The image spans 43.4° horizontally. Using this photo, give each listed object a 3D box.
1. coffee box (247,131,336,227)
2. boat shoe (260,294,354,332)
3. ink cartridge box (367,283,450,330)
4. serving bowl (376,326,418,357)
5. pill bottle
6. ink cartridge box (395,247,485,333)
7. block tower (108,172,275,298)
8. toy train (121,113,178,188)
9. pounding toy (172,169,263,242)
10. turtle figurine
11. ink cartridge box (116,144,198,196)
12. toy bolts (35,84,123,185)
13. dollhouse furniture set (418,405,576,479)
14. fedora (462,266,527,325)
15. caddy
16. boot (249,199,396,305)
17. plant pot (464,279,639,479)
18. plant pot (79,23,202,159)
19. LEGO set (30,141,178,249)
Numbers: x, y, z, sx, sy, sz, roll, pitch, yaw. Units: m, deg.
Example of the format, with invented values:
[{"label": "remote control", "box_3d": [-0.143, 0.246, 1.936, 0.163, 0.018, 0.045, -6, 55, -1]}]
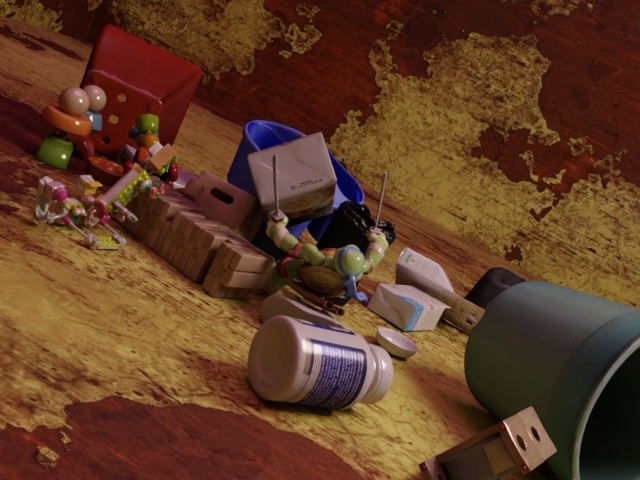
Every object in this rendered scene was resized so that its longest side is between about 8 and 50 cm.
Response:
[{"label": "coffee box", "box_3d": [-0.051, -0.102, 1.502, 0.141, 0.098, 0.246, -17, -10, -5]}, {"label": "boat shoe", "box_3d": [0.004, 0.147, 1.280, 0.219, 0.078, 0.070, 32, 14, 32]}, {"label": "ink cartridge box", "box_3d": [0.194, 0.144, 1.735, 0.104, 0.062, 0.181, 32, 13, 31]}, {"label": "serving bowl", "box_3d": [0.137, 0.193, 1.485, 0.083, 0.027, 0.083, 25, 11, -5]}, {"label": "pill bottle", "box_3d": [0.005, 0.171, 1.093, 0.186, 0.112, 0.112, 17, 14, -38]}, {"label": "ink cartridge box", "box_3d": [0.278, 0.119, 1.849, 0.224, 0.056, 0.181, 27, -21, 14]}, {"label": "block tower", "box_3d": [-0.238, -0.011, 1.418, 0.335, 0.091, 0.097, 33, 13, 33]}, {"label": "toy train", "box_3d": [-0.337, -0.185, 1.585, 0.105, 0.144, 0.248, -2, -13, -17]}, {"label": "pounding toy", "box_3d": [-0.217, -0.088, 1.591, 0.181, 0.094, 0.206, 28, -16, 11]}, {"label": "turtle figurine", "box_3d": [0.004, 0.002, 1.401, 0.197, 0.266, 0.275, -18, 80, -30]}, {"label": "ink cartridge box", "box_3d": [-0.333, -0.127, 1.838, 0.232, 0.066, 0.189, 28, 8, -37]}, {"label": "toy bolts", "box_3d": [-0.481, -0.236, 1.708, 0.218, 0.159, 0.228, 21, 13, -22]}, {"label": "dollhouse furniture set", "box_3d": [0.237, 0.323, 0.990, 0.129, 0.129, 0.184, 5, 54, -59]}, {"label": "fedora", "box_3d": [0.473, 0.166, 2.017, 0.333, 0.153, 0.334, 25, 12, -6]}, {"label": "caddy", "box_3d": [-0.052, -0.142, 1.784, 0.241, 0.179, 0.341, 3, 37, -41]}, {"label": "boot", "box_3d": [0.000, 0.000, 1.564, 0.246, 0.207, 0.094, 25, 31, -11]}, {"label": "plant pot", "box_3d": [0.423, 0.229, 1.283, 0.341, 0.341, 0.334, 19, 5, -29]}, {"label": "plant pot", "box_3d": [-0.469, -0.327, 1.944, 0.267, 0.267, 0.236, 24, 23, -10]}, {"label": "LEGO set", "box_3d": [-0.333, -0.062, 1.335, 0.107, 0.132, 0.287, 37, 37, 23]}]
